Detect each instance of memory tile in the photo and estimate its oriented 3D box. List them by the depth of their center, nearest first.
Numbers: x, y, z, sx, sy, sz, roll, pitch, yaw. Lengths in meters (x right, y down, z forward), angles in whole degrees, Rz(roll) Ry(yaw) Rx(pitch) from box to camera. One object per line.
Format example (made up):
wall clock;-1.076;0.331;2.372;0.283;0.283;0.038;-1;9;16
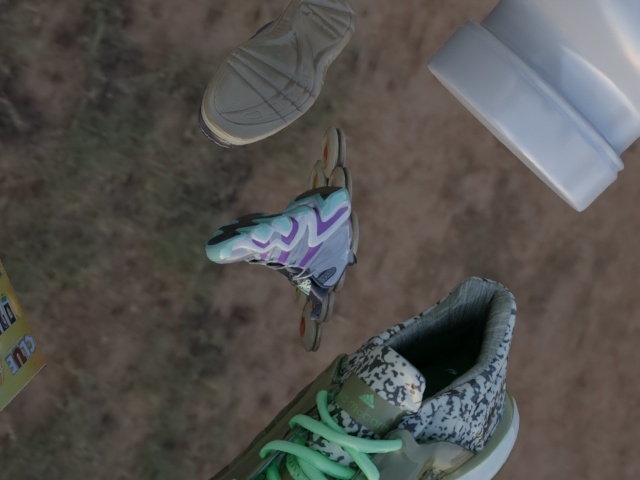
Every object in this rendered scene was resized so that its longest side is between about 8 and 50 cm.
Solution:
memory tile;0.000;0.000;1.170;0.012;0.113;0.148;3;142;-13

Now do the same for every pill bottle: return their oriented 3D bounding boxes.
pill bottle;0.125;-0.101;0.555;0.184;0.103;0.103;-46;140;5

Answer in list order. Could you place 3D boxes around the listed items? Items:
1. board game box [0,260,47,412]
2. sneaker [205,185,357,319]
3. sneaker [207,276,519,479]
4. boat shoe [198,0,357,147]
board game box;-0.258;0.058;0.966;0.165;0.042;0.243;69;22;-15
sneaker;-0.016;0.015;0.926;0.098;0.038;0.069;-21;105;-32
sneaker;0.005;0.146;1.109;0.410;0.158;0.182;-40;153;-42
boat shoe;-0.052;-0.179;1.788;0.092;0.103;0.285;-46;-172;46
